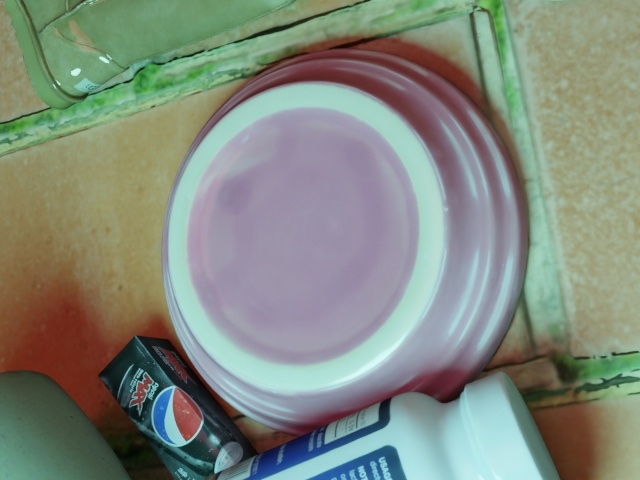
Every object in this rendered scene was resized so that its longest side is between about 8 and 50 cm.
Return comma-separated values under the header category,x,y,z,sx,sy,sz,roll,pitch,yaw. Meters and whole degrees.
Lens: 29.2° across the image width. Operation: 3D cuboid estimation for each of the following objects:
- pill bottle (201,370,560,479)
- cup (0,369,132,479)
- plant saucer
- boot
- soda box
category,x,y,z,sx,sy,sz,roll,pitch,yaw
pill bottle,0.043,0.205,0.921,0.265,0.153,0.153,-25,74,12
cup,-0.242,0.306,0.970,0.237,0.331,0.331,36,100,19
plant saucer,0.000,0.000,1.013,0.332,0.084,0.332,-3,84,26
boot,-0.169,-0.270,1.128,0.270,0.089,0.236,-24,87,23
soda box,-0.116,0.160,1.063,0.053,0.060,0.169,-47,68,11
